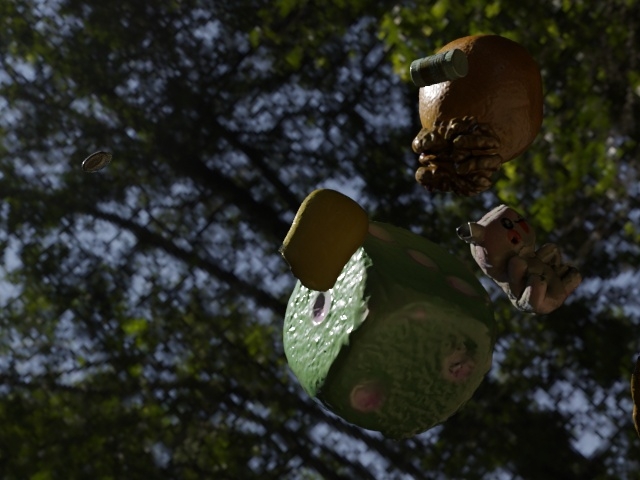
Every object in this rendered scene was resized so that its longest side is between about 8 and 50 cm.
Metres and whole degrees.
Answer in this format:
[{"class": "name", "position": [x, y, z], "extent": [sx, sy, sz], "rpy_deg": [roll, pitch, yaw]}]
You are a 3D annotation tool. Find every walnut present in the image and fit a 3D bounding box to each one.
[{"class": "walnut", "position": [0.235, -0.145, 2.189], "extent": [0.069, 0.170, 0.143], "rpy_deg": [-9, -87, -57]}]

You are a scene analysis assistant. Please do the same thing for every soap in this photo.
[{"class": "soap", "position": [0.000, 0.000, 1.497], "extent": [0.168, 0.089, 0.033], "rpy_deg": [-55, -8, -41]}]

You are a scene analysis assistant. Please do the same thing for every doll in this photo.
[{"class": "doll", "position": [0.292, 0.025, 1.846], "extent": [0.149, 0.192, 0.095], "rpy_deg": [-17, -25, -49]}]

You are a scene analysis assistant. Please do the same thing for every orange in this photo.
[{"class": "orange", "position": [0.306, -0.262, 2.350], "extent": [0.264, 0.264, 0.264], "rpy_deg": [-31, -34, -24]}]

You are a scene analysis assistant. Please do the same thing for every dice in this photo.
[{"class": "dice", "position": [0.137, 0.169, 2.443], "extent": [0.330, 0.322, 0.318], "rpy_deg": [19, -67, -25]}]

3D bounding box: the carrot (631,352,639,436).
[{"class": "carrot", "position": [0.486, 0.137, 1.297], "extent": [0.340, 0.241, 0.242], "rpy_deg": [-14, -43, -47]}]

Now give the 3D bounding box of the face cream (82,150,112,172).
[{"class": "face cream", "position": [-0.314, -0.111, 1.758], "extent": [0.040, 0.021, 0.083], "rpy_deg": [-35, 3, 1]}]

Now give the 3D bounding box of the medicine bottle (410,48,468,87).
[{"class": "medicine bottle", "position": [0.188, -0.272, 1.963], "extent": [0.047, 0.083, 0.047], "rpy_deg": [12, -106, -46]}]
